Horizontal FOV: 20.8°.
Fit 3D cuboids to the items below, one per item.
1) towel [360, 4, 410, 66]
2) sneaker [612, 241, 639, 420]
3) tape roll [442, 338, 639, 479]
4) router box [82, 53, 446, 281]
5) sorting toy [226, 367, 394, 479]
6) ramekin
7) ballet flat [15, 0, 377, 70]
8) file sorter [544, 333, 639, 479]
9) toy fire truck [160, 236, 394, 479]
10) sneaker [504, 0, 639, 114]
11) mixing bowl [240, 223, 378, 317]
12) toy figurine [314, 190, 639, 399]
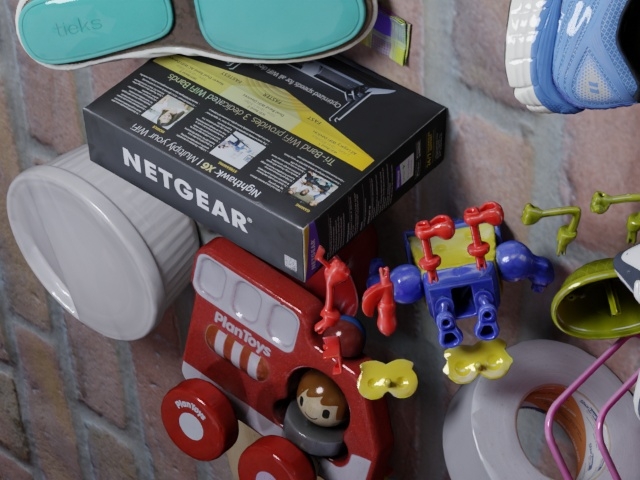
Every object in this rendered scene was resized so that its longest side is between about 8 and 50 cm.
[{"bbox_3d":[0.058,-0.222,1.829,0.083,0.009,0.060,32,142,24],"label":"towel"},{"bbox_3d":[0.328,0.069,1.638,0.094,0.235,0.153,27,167,-23],"label":"sneaker"},{"bbox_3d":[0.244,0.220,1.869,0.219,0.219,0.072,47,145,3],"label":"tape roll"},{"bbox_3d":[-0.059,-0.114,1.860,0.309,0.243,0.081,30,142,28],"label":"router box"},{"bbox_3d":[-0.016,0.250,2.310,0.255,0.089,0.257,22,138,34],"label":"sorting toy"},{"bbox_3d":[-0.280,-0.009,2.320,0.273,0.127,0.273,29,142,26],"label":"ramekin"},{"bbox_3d":[-0.128,-0.258,1.863,0.400,0.139,0.139,-4,126,15],"label":"ballet flat"},{"bbox_3d":[0.395,0.198,1.692,0.291,0.202,0.182,-5,118,51],"label":"file sorter"},{"bbox_3d":[-0.042,0.162,2.053,0.302,0.169,0.254,33,133,24],"label":"toy fire truck"},{"bbox_3d":[0.244,-0.265,1.425,0.147,0.130,0.330,8,105,29],"label":"sneaker"},{"bbox_3d":[0.000,0.000,2.028,0.181,0.098,0.181,31,148,23],"label":"mixing bowl"},{"bbox_3d":[0.169,0.008,1.824,0.362,0.217,0.191,-12,117,5],"label":"toy figurine"}]
